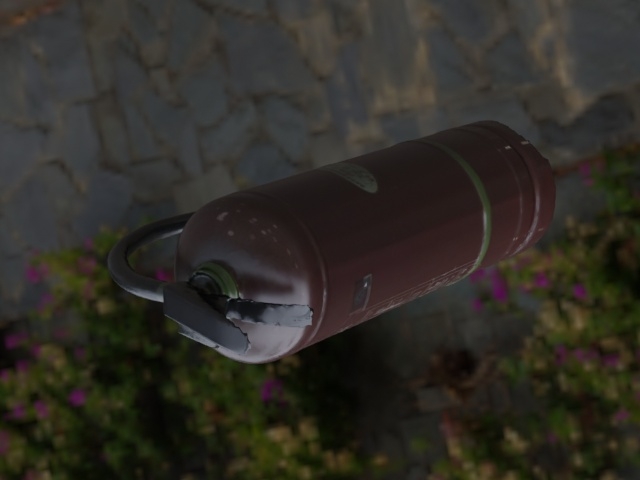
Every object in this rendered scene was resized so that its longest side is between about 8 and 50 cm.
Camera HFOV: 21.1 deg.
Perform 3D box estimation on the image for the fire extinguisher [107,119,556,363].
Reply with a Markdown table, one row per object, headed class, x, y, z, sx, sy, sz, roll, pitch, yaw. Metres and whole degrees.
| class | x | y | z | sx | sy | sz | roll | pitch | yaw |
| --- | --- | --- | --- | --- | --- | --- | --- | --- | --- |
| fire extinguisher | 0.000 | 0.000 | 0.463 | 0.078 | 0.045 | 0.157 | 10 | -160 | 35 |
